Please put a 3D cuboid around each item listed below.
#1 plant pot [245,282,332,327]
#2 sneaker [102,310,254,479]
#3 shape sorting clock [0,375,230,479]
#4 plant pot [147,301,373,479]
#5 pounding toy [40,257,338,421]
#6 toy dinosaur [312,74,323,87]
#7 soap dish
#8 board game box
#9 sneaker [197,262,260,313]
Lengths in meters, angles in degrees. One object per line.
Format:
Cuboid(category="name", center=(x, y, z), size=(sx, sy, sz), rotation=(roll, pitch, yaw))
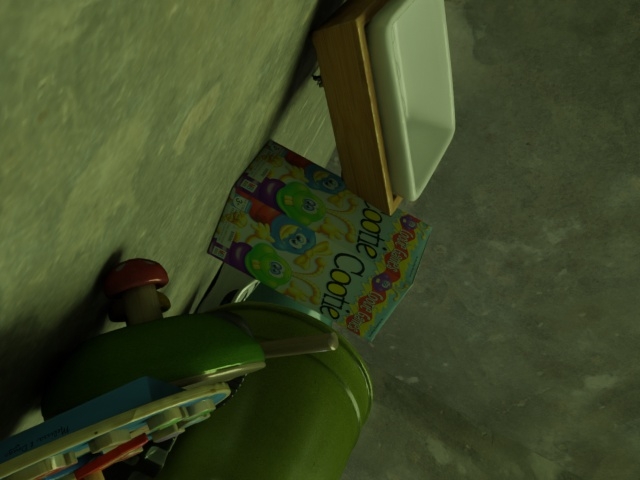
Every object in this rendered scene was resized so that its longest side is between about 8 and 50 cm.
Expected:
Cuboid(category="plant pot", center=(-0.087, 0.120, 1.515), size=(0.271, 0.272, 0.255), rotation=(-62, 166, -69))
Cuboid(category="sneaker", center=(-0.195, 0.183, 0.919), size=(0.330, 0.122, 0.146), rotation=(-47, -167, 27))
Cuboid(category="shape sorting clock", center=(-0.155, 0.143, 0.454), size=(0.206, 0.040, 0.206), rotation=(-23, 163, -8))
Cuboid(category="plant pot", center=(-0.123, 0.350, 1.089), size=(0.366, 0.367, 0.353), rotation=(-61, -175, 36))
Cuboid(category="pounding toy", center=(-0.129, 0.076, 0.599), size=(0.183, 0.110, 0.237), rotation=(-24, 167, 39))
Cuboid(category="toy dinosaur", center=(0.043, -0.308, 1.099), size=(0.268, 0.064, 0.118), rotation=(-56, -169, 49))
Cuboid(category="soap dish", center=(0.097, -0.217, 0.964), size=(0.229, 0.118, 0.290), rotation=(-55, 143, -41))
Cuboid(category="board game box", center=(0.000, 0.000, 1.010), size=(0.144, 0.275, 0.142), rotation=(-62, 180, 41))
Cuboid(category="sneaker", center=(-0.164, 0.081, 1.315), size=(0.216, 0.079, 0.121), rotation=(-53, -179, -15))
